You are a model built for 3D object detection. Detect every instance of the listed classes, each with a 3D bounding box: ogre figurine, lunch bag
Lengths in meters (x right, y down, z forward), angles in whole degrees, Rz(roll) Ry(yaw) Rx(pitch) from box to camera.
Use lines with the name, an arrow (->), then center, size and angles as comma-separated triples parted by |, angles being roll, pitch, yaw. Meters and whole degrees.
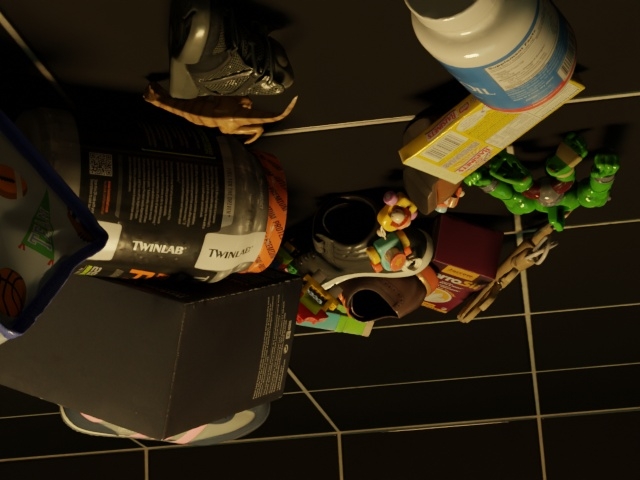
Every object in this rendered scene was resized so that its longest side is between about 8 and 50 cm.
ogre figurine -> 0.297, -0.074, 1.969 | 0.197, 0.097, 0.118 | -22, 148, 11
lunch bag -> -0.482, -0.041, 1.575 | 0.327, 0.239, 0.385 | -24, 110, 37

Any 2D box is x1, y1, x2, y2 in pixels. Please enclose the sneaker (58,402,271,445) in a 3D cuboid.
sneaker -> -0.216, 0.239, 2.206 | 0.319, 0.112, 0.131 | 0, 163, -18

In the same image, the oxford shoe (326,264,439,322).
oxford shoe -> 0.051, 0.066, 2.258 | 0.271, 0.098, 0.097 | 1, 134, 52

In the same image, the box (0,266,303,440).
box -> -0.252, 0.104, 1.969 | 0.343, 0.179, 0.312 | 15, -170, 25

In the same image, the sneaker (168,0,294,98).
sneaker -> -0.089, -0.204, 1.523 | 0.130, 0.087, 0.227 | -3, 165, -6

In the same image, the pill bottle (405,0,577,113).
pill bottle -> 0.161, -0.215, 1.466 | 0.124, 0.124, 0.221 | -11, 159, 24

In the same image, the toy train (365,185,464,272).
toy train -> 0.132, -0.015, 2.043 | 0.125, 0.046, 0.166 | 4, 122, -32

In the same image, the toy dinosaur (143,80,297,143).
toy dinosaur -> -0.097, -0.139, 1.676 | 0.211, 0.064, 0.112 | 8, -174, 25

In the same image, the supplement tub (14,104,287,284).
supplement tub -> -0.212, -0.049, 1.800 | 0.316, 0.194, 0.193 | 6, 160, -25

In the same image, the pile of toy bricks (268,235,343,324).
pile of toy bricks -> -0.086, 0.056, 2.122 | 0.212, 0.105, 0.118 | 41, 148, 0

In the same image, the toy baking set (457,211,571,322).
toy baking set -> 0.294, 0.038, 2.208 | 0.256, 0.030, 0.197 | -48, -179, 12

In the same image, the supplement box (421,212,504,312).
supplement box -> 0.187, 0.036, 2.275 | 0.104, 0.081, 0.188 | 18, 157, -13

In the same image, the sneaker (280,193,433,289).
sneaker -> 0.000, 0.000, 2.161 | 0.295, 0.105, 0.147 | -8, 150, 30

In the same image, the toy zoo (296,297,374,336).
toy zoo -> -0.083, 0.079, 2.303 | 0.293, 0.030, 0.192 | 12, -166, -37

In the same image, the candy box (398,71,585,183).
candy box -> 0.198, -0.141, 1.754 | 0.206, 0.027, 0.105 | -37, 147, 29

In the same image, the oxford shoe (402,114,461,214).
oxford shoe -> 0.152, -0.110, 1.910 | 0.076, 0.076, 0.212 | -31, 162, -12
